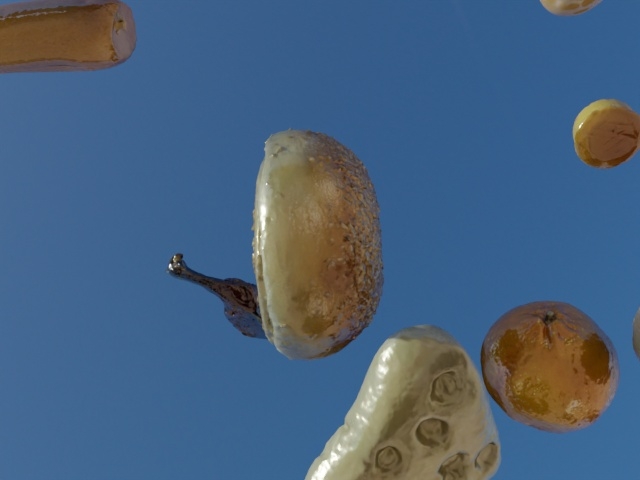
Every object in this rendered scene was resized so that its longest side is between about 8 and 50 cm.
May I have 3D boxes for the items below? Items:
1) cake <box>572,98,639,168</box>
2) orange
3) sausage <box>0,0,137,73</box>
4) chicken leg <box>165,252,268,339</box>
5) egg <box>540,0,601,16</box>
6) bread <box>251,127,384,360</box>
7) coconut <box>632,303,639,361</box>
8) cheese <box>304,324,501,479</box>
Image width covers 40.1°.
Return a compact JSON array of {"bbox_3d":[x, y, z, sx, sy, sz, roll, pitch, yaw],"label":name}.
[{"bbox_3d":[0.343,-0.126,1.048,0.084,0.044,0.084,1,-60,2],"label":"cake"},{"bbox_3d":[0.295,0.159,1.130,0.178,0.177,0.155,6,-46,-19],"label":"orange"},{"bbox_3d":[-0.436,-0.298,1.299,0.328,0.112,0.112,-2,-70,12],"label":"sausage"},{"bbox_3d":[-0.141,0.094,1.400,0.253,0.106,0.051,46,-130,-43],"label":"chicken leg"},{"bbox_3d":[0.241,-0.256,0.829,0.080,0.096,0.080,1,-113,-3],"label":"egg"},{"bbox_3d":[0.000,0.000,1.110,0.159,0.305,0.305,-6,-70,4],"label":"bread"},{"bbox_3d":[0.474,0.107,1.021,0.224,0.234,0.224,9,-53,12],"label":"coconut"},{"bbox_3d":[0.110,0.298,1.365,0.351,0.129,0.328,-21,-57,-14],"label":"cheese"}]
